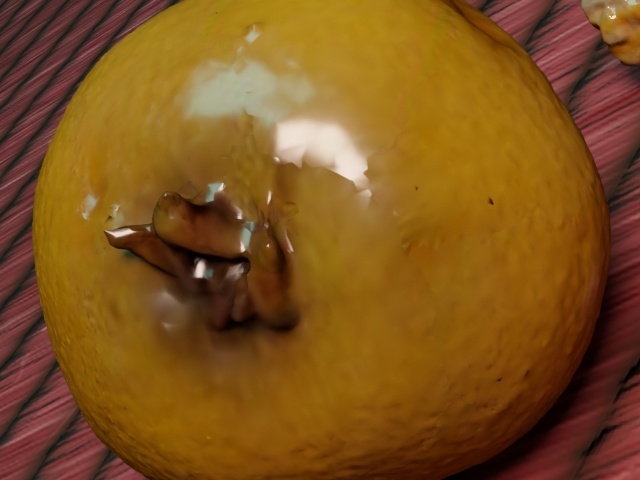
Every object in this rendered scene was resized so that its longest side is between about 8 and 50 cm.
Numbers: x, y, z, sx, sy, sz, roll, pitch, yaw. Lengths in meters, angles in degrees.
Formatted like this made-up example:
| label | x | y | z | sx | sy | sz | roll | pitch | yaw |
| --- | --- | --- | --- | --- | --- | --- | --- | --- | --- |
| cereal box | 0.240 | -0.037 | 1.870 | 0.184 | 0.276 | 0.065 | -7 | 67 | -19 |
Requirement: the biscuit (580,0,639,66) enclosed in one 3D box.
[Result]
| label | x | y | z | sx | sy | sz | roll | pitch | yaw |
| --- | --- | --- | --- | --- | --- | --- | --- | --- | --- |
| biscuit | 0.205 | -0.215 | 0.843 | 0.094 | 0.054 | 0.378 | -22 | 30 | 35 |

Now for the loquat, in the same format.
| label | x | y | z | sx | sy | sz | roll | pitch | yaw |
| --- | --- | --- | --- | --- | --- | --- | --- | --- | --- |
| loquat | 0.000 | 0.000 | 0.614 | 0.208 | 0.208 | 0.208 | -33 | 25 | 18 |
